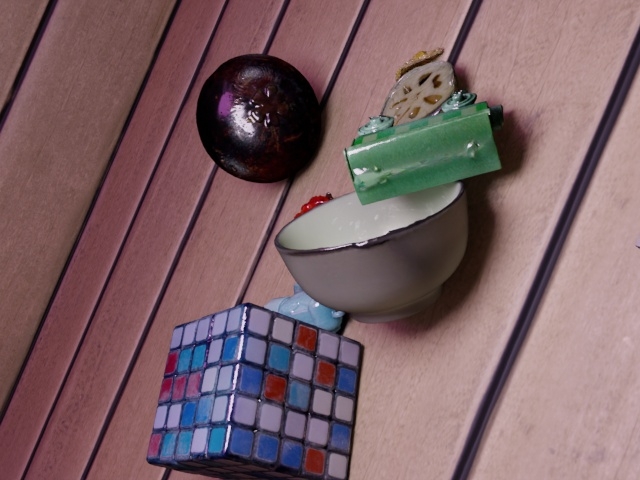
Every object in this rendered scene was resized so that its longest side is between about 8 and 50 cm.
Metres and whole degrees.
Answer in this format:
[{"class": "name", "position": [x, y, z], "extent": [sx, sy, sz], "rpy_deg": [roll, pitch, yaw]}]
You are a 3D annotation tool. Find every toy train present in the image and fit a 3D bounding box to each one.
[{"class": "toy train", "position": [0.189, -0.172, 1.500], "extent": [0.301, 0.120, 0.202], "rpy_deg": [-14, 22, 14]}]

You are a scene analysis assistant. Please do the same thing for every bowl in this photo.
[{"class": "bowl", "position": [0.110, 0.029, 1.478], "extent": [0.354, 0.354, 0.185], "rpy_deg": [4, 118, 56]}]

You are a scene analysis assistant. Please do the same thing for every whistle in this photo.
[{"class": "whistle", "position": [-0.052, 0.157, 1.751], "extent": [0.274, 0.093, 0.186], "rpy_deg": [-7, 22, 43]}]

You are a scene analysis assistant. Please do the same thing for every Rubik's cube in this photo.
[{"class": "Rubik's cube", "position": [-0.124, 0.312, 1.599], "extent": [0.292, 0.293, 0.286], "rpy_deg": [-22, 54, 50]}]

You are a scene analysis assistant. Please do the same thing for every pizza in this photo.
[{"class": "pizza", "position": [0.195, -0.375, 1.754], "extent": [0.123, 0.109, 0.026], "rpy_deg": [-32, 86, 30]}]

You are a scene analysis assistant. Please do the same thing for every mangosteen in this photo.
[{"class": "mangosteen", "position": [-0.152, -0.290, 2.014], "extent": [0.330, 0.330, 0.330], "rpy_deg": [-33, 46, 41]}]

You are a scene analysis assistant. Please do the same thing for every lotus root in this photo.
[{"class": "lotus root", "position": [0.213, -0.271, 1.683], "extent": [0.204, 0.078, 0.183], "rpy_deg": [-8, 52, 49]}]

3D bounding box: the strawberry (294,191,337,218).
[{"class": "strawberry", "position": [0.000, 0.000, 1.782], "extent": [0.190, 0.111, 0.236], "rpy_deg": [-45, 39, 26]}]

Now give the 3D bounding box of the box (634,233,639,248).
[{"class": "box", "position": [0.523, 0.015, 1.095], "extent": [0.218, 0.040, 0.055], "rpy_deg": [26, 91, 57]}]

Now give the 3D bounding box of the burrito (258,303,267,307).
[{"class": "burrito", "position": [-0.176, 0.334, 1.853], "extent": [0.117, 0.076, 0.392], "rpy_deg": [-24, 52, 48]}]
